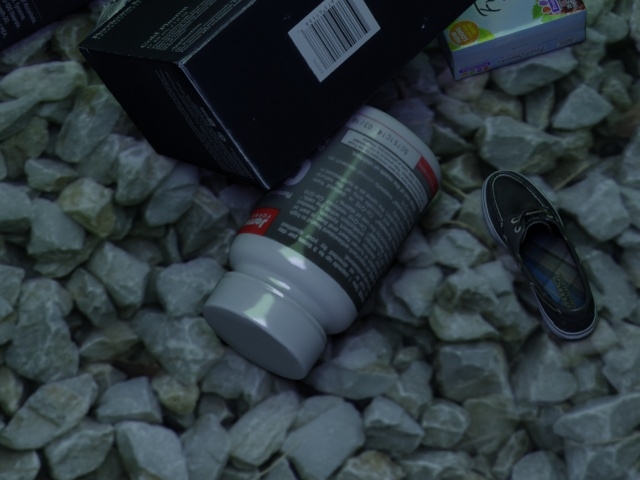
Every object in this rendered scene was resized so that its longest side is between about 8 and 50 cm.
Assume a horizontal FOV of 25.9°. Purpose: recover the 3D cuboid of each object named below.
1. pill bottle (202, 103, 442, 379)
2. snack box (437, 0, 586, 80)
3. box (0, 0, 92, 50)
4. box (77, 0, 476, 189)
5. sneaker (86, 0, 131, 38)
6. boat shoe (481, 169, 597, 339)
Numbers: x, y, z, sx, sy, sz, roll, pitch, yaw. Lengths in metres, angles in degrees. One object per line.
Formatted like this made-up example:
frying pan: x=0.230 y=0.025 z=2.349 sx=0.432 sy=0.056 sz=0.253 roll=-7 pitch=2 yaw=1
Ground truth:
pill bottle: x=0.000 y=0.000 z=1.545 sx=0.161 sy=0.161 sz=0.283 roll=26 pitch=68 yaw=21
snack box: x=0.216 y=-0.319 z=1.740 sx=0.174 sy=0.070 sz=0.207 roll=-17 pitch=59 yaw=1
box: x=-0.554 y=-0.480 z=1.821 sx=0.471 sy=0.297 sz=0.480 roll=-30 pitch=61 yaw=-6
box: x=-0.054 y=-0.252 z=1.603 sx=0.343 sy=0.179 sz=0.312 roll=-43 pitch=28 yaw=-15
sneaker: x=-0.259 y=-0.298 z=1.811 sx=0.058 sy=0.052 sz=0.135 roll=27 pitch=76 yaw=43
boat shoe: x=0.242 y=0.003 z=1.554 sx=0.080 sy=0.076 sz=0.228 roll=-18 pitch=60 yaw=-1
